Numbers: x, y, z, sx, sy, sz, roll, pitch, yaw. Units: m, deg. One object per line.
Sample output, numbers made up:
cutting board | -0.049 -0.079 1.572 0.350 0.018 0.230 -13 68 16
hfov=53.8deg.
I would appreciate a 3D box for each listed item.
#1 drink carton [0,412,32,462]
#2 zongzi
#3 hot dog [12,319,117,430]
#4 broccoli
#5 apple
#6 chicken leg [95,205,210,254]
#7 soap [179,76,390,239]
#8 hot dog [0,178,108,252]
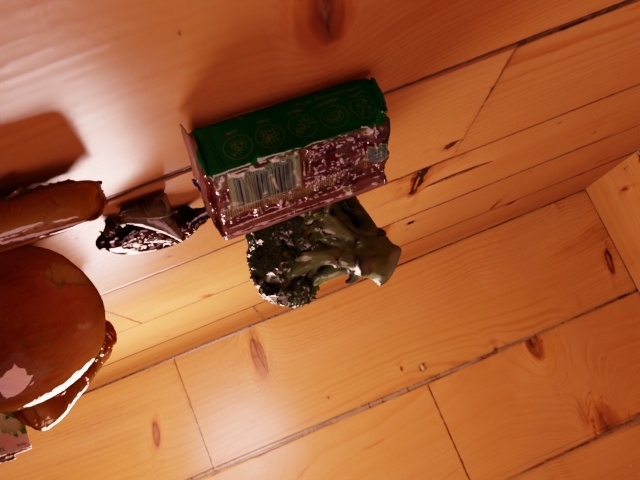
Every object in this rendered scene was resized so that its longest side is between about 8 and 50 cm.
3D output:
drink carton | -0.609 0.258 1.062 0.108 0.271 0.161 -21 170 4
zongzi | -0.257 -0.024 0.953 0.076 0.083 0.040 -18 -153 -8
hot dog | -0.474 0.205 1.145 0.117 0.158 0.349 -58 -175 14
broccoli | 0.000 0.000 1.069 0.270 0.270 0.270 22 90 -79
apple | -0.445 0.120 0.922 0.242 0.242 0.241 -31 178 36
chicken leg | -0.239 -0.031 1.026 0.253 0.051 0.106 -21 163 -21
soap | -0.037 -0.110 0.860 0.273 0.098 0.218 -21 154 -12
hot dog | -0.382 -0.023 0.747 0.250 0.076 0.104 -17 -173 -11
